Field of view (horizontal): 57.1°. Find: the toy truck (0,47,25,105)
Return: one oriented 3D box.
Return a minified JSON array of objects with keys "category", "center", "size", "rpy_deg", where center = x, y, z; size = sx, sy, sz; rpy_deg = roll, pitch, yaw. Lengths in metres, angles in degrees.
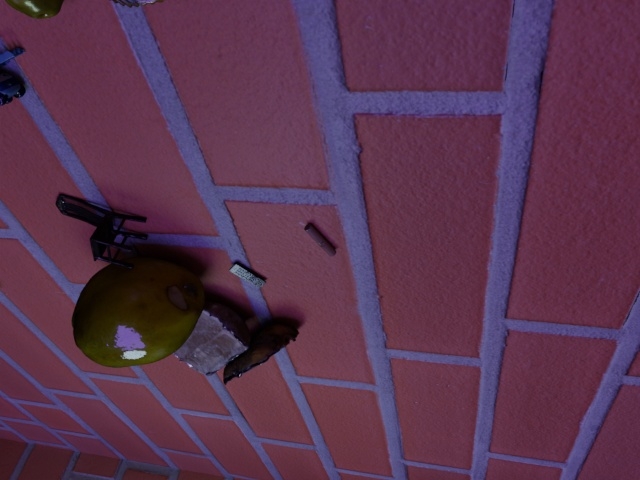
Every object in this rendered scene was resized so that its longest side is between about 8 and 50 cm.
[{"category":"toy truck","center":[-0.555,-0.281,1.031],"size":[0.136,0.063,0.074],"rpy_deg":[-12,115,27]}]

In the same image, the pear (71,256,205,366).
[{"category":"pear","center":[-0.430,0.166,1.385],"size":[0.322,0.269,0.269],"rpy_deg":[-26,132,8]}]

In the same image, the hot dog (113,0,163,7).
[{"category":"hot dog","center":[-0.270,-0.423,0.732],"size":[0.163,0.081,0.270],"rpy_deg":[7,143,13]}]

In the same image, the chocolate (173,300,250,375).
[{"category":"chocolate","center":[-0.307,0.254,1.589],"size":[0.185,0.100,0.303],"rpy_deg":[39,135,-12]}]

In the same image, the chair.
[{"category":"chair","center":[-0.503,-0.021,1.304],"size":[0.213,0.101,0.084],"rpy_deg":[15,141,-3]}]

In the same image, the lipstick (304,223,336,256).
[{"category":"lipstick","center":[0.000,0.000,1.226],"size":[0.019,0.018,0.094],"rpy_deg":[-17,133,35]}]

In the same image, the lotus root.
[{"category":"lotus root","center":[-0.181,0.299,1.592],"size":[0.329,0.167,0.078],"rpy_deg":[-38,83,46]}]

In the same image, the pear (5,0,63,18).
[{"category":"pear","center":[-0.418,-0.372,0.848],"size":[0.092,0.092,0.096],"rpy_deg":[-6,96,26]}]

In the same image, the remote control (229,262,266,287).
[{"category":"remote control","center":[-0.171,0.081,1.389],"size":[0.091,0.016,0.034],"rpy_deg":[34,123,-24]}]
